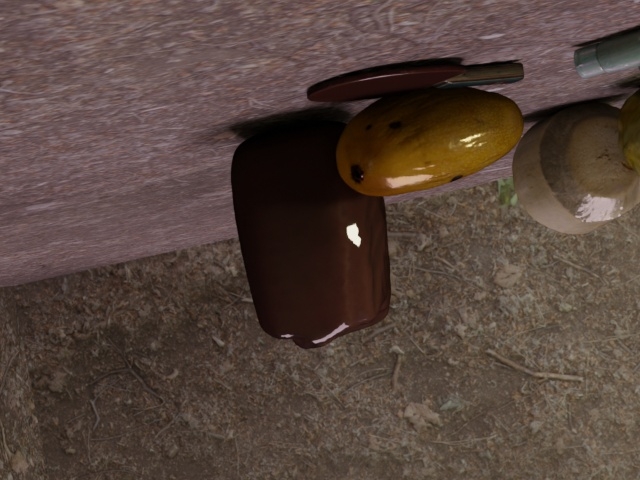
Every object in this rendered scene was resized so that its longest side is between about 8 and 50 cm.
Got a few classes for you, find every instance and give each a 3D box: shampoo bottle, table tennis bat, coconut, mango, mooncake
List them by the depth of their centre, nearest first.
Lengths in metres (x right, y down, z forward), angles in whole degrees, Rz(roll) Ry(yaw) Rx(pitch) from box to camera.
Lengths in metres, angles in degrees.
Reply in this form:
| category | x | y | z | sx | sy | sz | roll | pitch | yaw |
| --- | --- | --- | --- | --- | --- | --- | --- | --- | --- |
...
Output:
| category | x | y | z | sx | sy | sz | roll | pitch | yaw |
| --- | --- | --- | --- | --- | --- | --- | --- | --- | --- |
| shampoo bottle | 0.372 | -0.218 | 1.767 | 0.191 | 0.041 | 0.069 | -13 | -178 | 37 |
| table tennis bat | 0.112 | -0.178 | 1.775 | 0.274 | 0.021 | 0.154 | -8 | 177 | -31 |
| mango | 0.133 | -0.128 | 1.870 | 0.262 | 0.109 | 0.157 | -26 | -156 | -30 |
| mooncake | 0.000 | 0.000 | 2.008 | 0.174 | 0.333 | 0.326 | -12 | 141 | 4 |
| coconut | 0.409 | -0.112 | 2.516 | 0.202 | 0.202 | 0.222 | -11 | 175 | -14 |

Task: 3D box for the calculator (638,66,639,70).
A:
| category | x | y | z | sx | sy | sz | roll | pitch | yaw |
| --- | --- | --- | --- | --- | --- | --- | --- | --- | --- |
| calculator | 0.495 | -0.233 | 1.954 | 0.184 | 0.042 | 0.295 | -14 | 177 | 41 |

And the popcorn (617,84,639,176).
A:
| category | x | y | z | sx | sy | sz | roll | pitch | yaw |
| --- | --- | --- | --- | --- | --- | --- | --- | --- | --- |
| popcorn | 0.550 | -0.145 | 2.285 | 0.252 | 0.215 | 0.286 | -6 | 176 | 21 |
